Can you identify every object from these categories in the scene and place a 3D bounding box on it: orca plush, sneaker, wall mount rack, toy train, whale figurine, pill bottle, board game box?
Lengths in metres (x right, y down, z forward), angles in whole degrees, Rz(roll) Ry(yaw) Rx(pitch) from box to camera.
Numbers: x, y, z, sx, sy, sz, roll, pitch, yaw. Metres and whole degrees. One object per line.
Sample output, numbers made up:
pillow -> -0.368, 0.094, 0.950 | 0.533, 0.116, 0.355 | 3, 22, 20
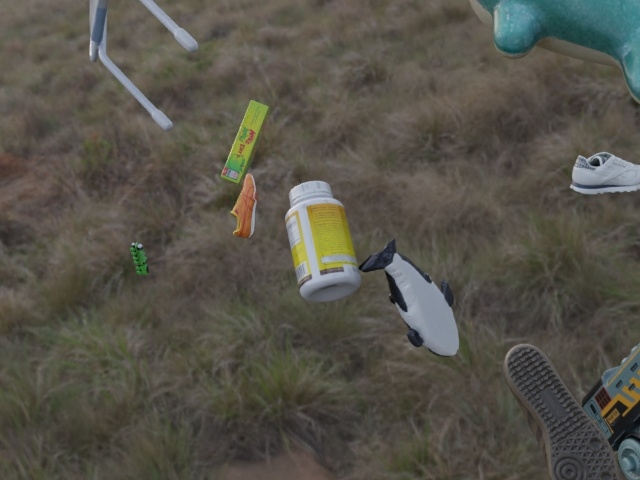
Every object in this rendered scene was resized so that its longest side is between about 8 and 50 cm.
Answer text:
orca plush -> 0.158, 0.120, 1.597 | 0.102, 0.287, 0.151 | -3, 57, 46
sneaker -> 0.744, -0.177, 2.114 | 0.235, 0.095, 0.090 | -8, 20, -23
sneaker -> 0.249, 0.192, 0.856 | 0.066, 0.188, 0.071 | -25, -13, 8
wall mount rack -> -0.278, -0.355, 1.268 | 0.130, 0.350, 0.304 | 1, 64, -19
toy train -> -0.345, 0.036, 1.594 | 0.023, 0.083, 0.017 | 3, 46, 4
sneaker -> -0.206, -0.095, 2.248 | 0.067, 0.175, 0.064 | 5, -3, -11
toy train -> 0.541, 0.251, 1.316 | 0.142, 0.334, 0.190 | -10, 53, -19
whale figurine -> 0.254, -0.249, 0.779 | 0.216, 0.141, 0.272 | -32, 61, -7
pill bottle -> 0.000, 0.000, 1.577 | 0.117, 0.117, 0.215 | -13, 68, 1
board game box -> -0.165, -0.213, 1.856 | 0.043, 0.181, 0.092 | 21, -2, 0
